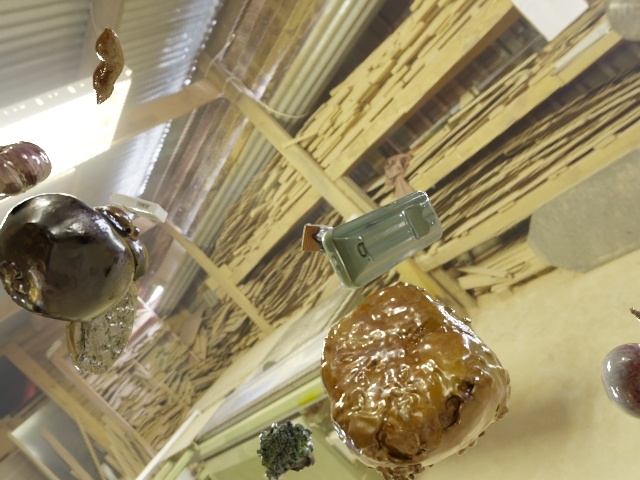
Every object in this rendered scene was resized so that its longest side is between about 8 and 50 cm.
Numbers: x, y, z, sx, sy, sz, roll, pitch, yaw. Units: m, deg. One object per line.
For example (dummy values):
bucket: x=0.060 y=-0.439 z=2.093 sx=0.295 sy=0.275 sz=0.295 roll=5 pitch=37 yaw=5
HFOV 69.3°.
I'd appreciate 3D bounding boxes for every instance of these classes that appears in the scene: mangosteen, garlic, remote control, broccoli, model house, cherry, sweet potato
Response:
mangosteen: x=-0.487 y=0.033 z=0.935 sx=0.287 sy=0.287 sz=0.233 roll=152 pitch=129 yaw=-85
garlic: x=-0.625 y=-0.147 z=0.930 sx=0.147 sy=0.102 sz=0.159 roll=-1 pitch=32 yaw=21
remote control: x=0.148 y=-0.012 z=0.986 sx=0.335 sy=0.128 sz=0.065 roll=-25 pitch=-2 yaw=-41
broccoli: x=-0.109 y=0.610 z=1.405 sx=0.164 sy=0.146 sz=0.304 roll=-19 pitch=-11 yaw=-12
model house: x=0.000 y=0.000 z=1.408 sx=0.100 sy=0.100 sz=0.088 roll=-1 pitch=-76 yaw=-51
cherry: x=0.545 y=0.215 z=0.813 sx=0.115 sy=0.188 sz=0.148 roll=-28 pitch=-19 yaw=38
sweet potato: x=-0.489 y=-0.394 z=1.067 sx=0.065 sy=0.051 sz=0.218 roll=-5 pitch=-31 yaw=-33

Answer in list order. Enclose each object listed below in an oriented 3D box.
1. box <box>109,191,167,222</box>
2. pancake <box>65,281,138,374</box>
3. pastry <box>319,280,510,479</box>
box: x=-0.569 y=-0.104 z=1.452 sx=0.084 sy=0.154 sz=0.040 roll=78 pitch=-153 yaw=-75
pancake: x=-0.537 y=0.194 z=1.168 sx=0.282 sy=0.049 sz=0.283 roll=8 pitch=-90 yaw=-79
pastry: x=0.132 y=0.206 z=0.695 sx=0.255 sy=0.162 sz=0.311 roll=-25 pitch=25 yaw=7
